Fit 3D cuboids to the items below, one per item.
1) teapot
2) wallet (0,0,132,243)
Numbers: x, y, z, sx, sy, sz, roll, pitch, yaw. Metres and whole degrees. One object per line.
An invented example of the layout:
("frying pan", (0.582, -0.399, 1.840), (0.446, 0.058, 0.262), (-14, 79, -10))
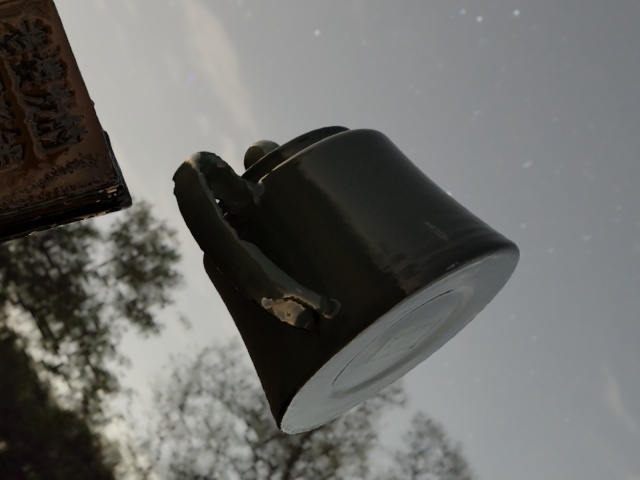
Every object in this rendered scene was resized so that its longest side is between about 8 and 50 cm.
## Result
("teapot", (0.000, 0.000, 0.692), (0.149, 0.162, 0.239), (55, 21, 18))
("wallet", (-0.230, -0.086, 0.842), (0.042, 0.161, 0.195), (106, -35, -58))
